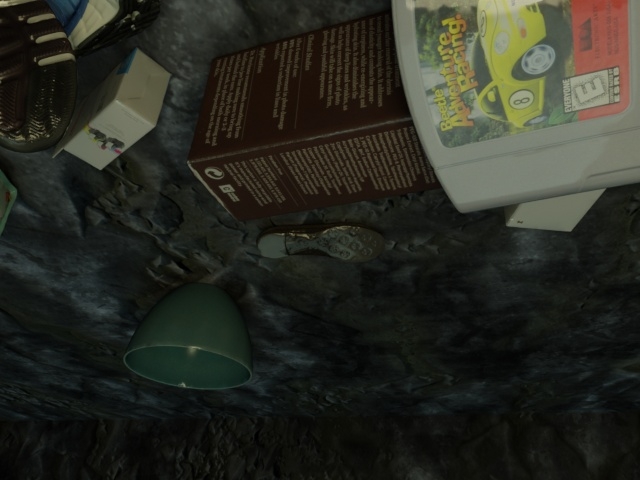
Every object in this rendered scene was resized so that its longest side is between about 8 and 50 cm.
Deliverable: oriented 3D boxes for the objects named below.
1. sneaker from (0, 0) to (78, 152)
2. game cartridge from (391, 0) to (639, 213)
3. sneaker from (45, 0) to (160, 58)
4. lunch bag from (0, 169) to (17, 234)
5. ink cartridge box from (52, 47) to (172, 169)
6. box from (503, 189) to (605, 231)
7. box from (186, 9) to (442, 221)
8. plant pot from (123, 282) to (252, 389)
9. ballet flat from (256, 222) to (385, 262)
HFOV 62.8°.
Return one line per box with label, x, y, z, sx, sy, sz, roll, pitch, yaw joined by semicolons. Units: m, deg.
sneaker;-0.323;-0.190;0.538;0.107;0.281;0.162;-20;169;-26
game cartridge;0.166;-0.165;0.447;0.196;0.060;0.294;-9;118;20
sneaker;-0.242;-0.297;0.546;0.330;0.130;0.147;-17;112;46
lunch bag;-0.651;-0.096;0.823;0.224;0.160;0.262;6;158;-6
ink cartridge box;-0.294;-0.173;0.736;0.181;0.104;0.062;-23;138;36
box;0.301;-0.118;0.695;0.091;0.170;0.130;5;148;-1
box;0.048;-0.160;0.644;0.382;0.191;0.143;-8;146;20
plant pot;-0.297;0.216;1.253;0.291;0.195;0.290;2;147;2
ballet flat;0.000;0.000;1.024;0.250;0.058;0.084;-2;112;-1
